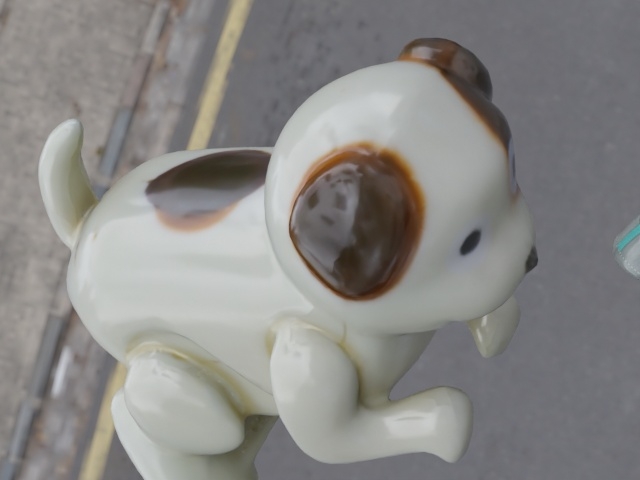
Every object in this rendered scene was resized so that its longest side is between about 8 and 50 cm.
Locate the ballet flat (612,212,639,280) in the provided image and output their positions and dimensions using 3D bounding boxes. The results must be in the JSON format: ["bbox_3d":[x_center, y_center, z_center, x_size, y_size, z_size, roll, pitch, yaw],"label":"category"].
[{"bbox_3d":[0.301,0.034,1.231,0.068,0.213,0.072,-42,36,30],"label":"ballet flat"}]

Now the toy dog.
[{"bbox_3d":[0.000,0.000,1.312,0.408,0.395,0.284,-29,10,47],"label":"toy dog"}]
